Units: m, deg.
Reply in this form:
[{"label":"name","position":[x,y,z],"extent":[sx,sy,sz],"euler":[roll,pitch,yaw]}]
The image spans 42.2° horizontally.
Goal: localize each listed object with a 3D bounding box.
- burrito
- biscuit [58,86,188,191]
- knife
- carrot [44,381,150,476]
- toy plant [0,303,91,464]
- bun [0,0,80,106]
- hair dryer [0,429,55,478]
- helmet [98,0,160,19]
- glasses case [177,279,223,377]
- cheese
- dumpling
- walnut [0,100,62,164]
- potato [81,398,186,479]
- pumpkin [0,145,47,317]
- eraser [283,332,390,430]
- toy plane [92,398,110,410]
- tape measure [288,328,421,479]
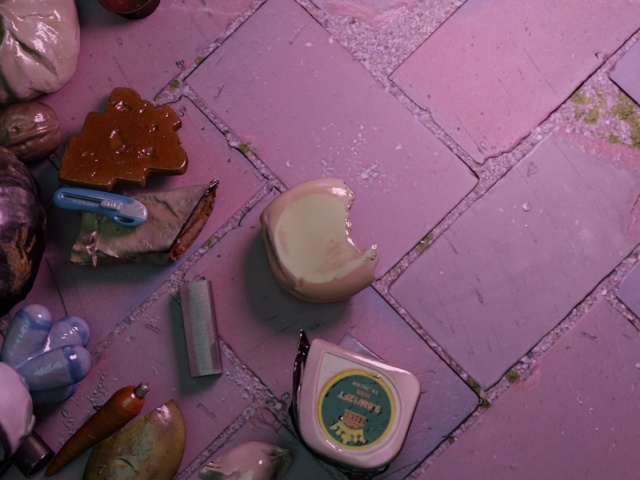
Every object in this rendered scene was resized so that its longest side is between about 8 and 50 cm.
[{"label":"burrito","position":[-0.382,-0.028,1.824],"extent":[0.347,0.107,0.175],"euler":[-7,89,5]},{"label":"biscuit","position":[-0.451,-0.210,1.852],"extent":[0.301,0.043,0.278],"euler":[-30,69,-16]},{"label":"knife","position":[-0.475,-0.075,1.784],"extent":[0.221,0.031,0.064],"euler":[12,76,12]},{"label":"carrot","position":[-0.481,0.404,1.775],"extent":[0.336,0.069,0.069],"euler":[-40,79,16]},{"label":"toy plant","position":[-0.615,0.272,1.734],"extent":[0.247,0.247,0.332],"euler":[36,48,11]},{"label":"bun","position":[-0.732,-0.483,1.875],"extent":[0.364,0.219,0.365],"euler":[-1,76,4]},{"label":"hair dryer","position":[-0.726,0.484,1.811],"extent":[0.195,0.078,0.248],"euler":[42,94,12]},{"label":"helmet","position":[-0.436,-0.576,1.910],"extent":[0.175,0.106,0.155],"euler":[33,85,13]},{"label":"glasses case","position":[-0.262,0.192,1.804],"extent":[0.070,0.047,0.205],"euler":[-10,80,4]},{"label":"cheese","position":[0.000,0.000,1.761],"extent":[0.233,0.127,0.266],"euler":[-14,81,5]},{"label":"dumpling","position":[-0.154,0.482,1.714],"extent":[0.199,0.136,0.118],"euler":[-4,45,-13]},{"label":"walnut","position":[-0.667,-0.243,1.876],"extent":[0.162,0.140,0.140],"euler":[-23,79,-12]},{"label":"potato","position":[-0.388,0.463,1.736],"extent":[0.176,0.141,0.298],"euler":[34,80,-2]},{"label":"pumpkin","position":[-0.798,-0.012,1.749],"extent":[0.454,0.344,0.455],"euler":[-2,78,7]},{"label":"eraser","position":[0.056,0.332,1.727],"extent":[0.174,0.081,0.227],"euler":[35,88,9]},{"label":"toy plane","position":[-0.455,0.371,1.808],"extent":[0.083,0.031,0.079],"euler":[10,83,8]},{"label":"tape measure","position":[0.043,0.332,1.626],"extent":[0.271,0.133,0.232],"euler":[20,77,11]}]
